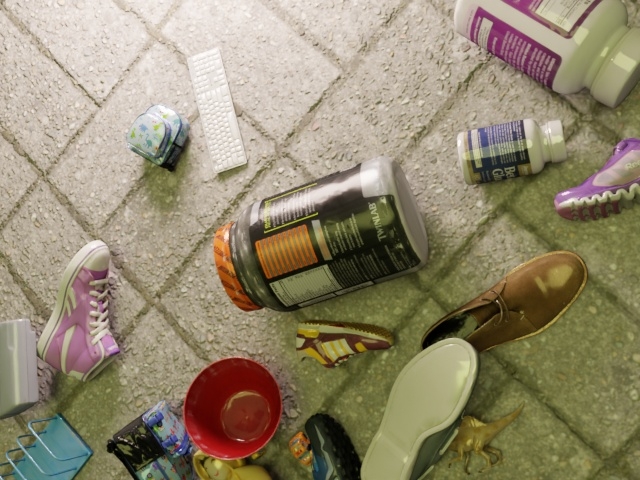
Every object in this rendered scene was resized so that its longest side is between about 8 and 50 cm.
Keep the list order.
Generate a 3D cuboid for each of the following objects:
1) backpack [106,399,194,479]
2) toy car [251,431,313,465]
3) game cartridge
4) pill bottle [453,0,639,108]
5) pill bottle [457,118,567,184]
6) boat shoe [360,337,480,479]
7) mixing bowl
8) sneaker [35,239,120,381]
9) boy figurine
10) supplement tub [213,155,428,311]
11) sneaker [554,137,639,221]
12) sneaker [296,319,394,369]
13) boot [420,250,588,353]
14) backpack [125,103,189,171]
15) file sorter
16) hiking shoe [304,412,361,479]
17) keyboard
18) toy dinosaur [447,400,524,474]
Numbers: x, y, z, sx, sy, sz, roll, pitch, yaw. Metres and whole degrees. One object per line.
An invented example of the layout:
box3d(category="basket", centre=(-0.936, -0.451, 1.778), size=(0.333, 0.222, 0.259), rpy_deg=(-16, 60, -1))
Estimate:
box3d(category="backpack", centre=(-0.295, 0.403, 1.368), size=(0.117, 0.158, 0.173), rpy_deg=(-35, 87, -6))
box3d(category="toy car", centre=(-0.067, 0.396, 1.343), size=(0.122, 0.040, 0.060), rpy_deg=(-27, 76, 15))
box3d(category="game cartridge", centre=(-0.697, 0.277, 1.538), size=(0.297, 0.062, 0.198), rpy_deg=(-13, 75, 34))
box3d(category="pill bottle", centre=(0.384, -0.344, 1.201), size=(0.301, 0.169, 0.169), rpy_deg=(38, 97, 19))
box3d(category="pill bottle", centre=(0.322, -0.152, 1.238), size=(0.169, 0.094, 0.094), rpy_deg=(-10, 81, 19))
box3d(category="boat shoe", centre=(0.173, 0.288, 1.203), size=(0.116, 0.099, 0.319), rpy_deg=(39, 114, 34))
box3d(category="mixing bowl", centre=(-0.148, 0.312, 1.339), size=(0.181, 0.098, 0.181), rpy_deg=(-4, 66, 8))
box3d(category="sneaker", centre=(-0.450, 0.150, 1.485), size=(0.161, 0.102, 0.282), rpy_deg=(27, 104, 17))
box3d(category="boy figurine", centre=(-0.127, 0.473, 1.313), size=(0.285, 0.092, 0.177), rpy_deg=(55, 130, 22))
box3d(category="supplement tub", centre=(0.000, 0.000, 1.277), size=(0.338, 0.207, 0.207), rpy_deg=(-18, 78, 17))
box3d(category="sneaker", centre=(0.487, -0.107, 1.182), size=(0.236, 0.095, 0.104), rpy_deg=(-19, 71, 12))
box3d(category="sneaker", centre=(0.044, 0.191, 1.319), size=(0.185, 0.069, 0.084), rpy_deg=(4, 94, 26))
box3d(category="boot", centre=(0.299, 0.117, 1.206), size=(0.305, 0.115, 0.112), rpy_deg=(-34, 72, 12))
box3d(category="backpack", centre=(-0.326, -0.215, 1.484), size=(0.105, 0.084, 0.114), rpy_deg=(30, 92, 18))
box3d(category="file sorter", centre=(-0.573, 0.457, 1.484), size=(0.118, 0.104, 0.170), rpy_deg=(41, 98, 20))
box3d(category="hiking shoe", centre=(0.013, 0.455, 1.268), size=(0.132, 0.113, 0.304), rpy_deg=(-22, 77, 15))
box3d(category="keyboard", centre=(-0.209, -0.263, 1.485), size=(0.072, 0.014, 0.256), rpy_deg=(-18, 78, 17))
box3d(category="toy dinosaur", centre=(0.265, 0.334, 1.225), size=(0.183, 0.053, 0.092), rpy_deg=(-24, 75, 16))
